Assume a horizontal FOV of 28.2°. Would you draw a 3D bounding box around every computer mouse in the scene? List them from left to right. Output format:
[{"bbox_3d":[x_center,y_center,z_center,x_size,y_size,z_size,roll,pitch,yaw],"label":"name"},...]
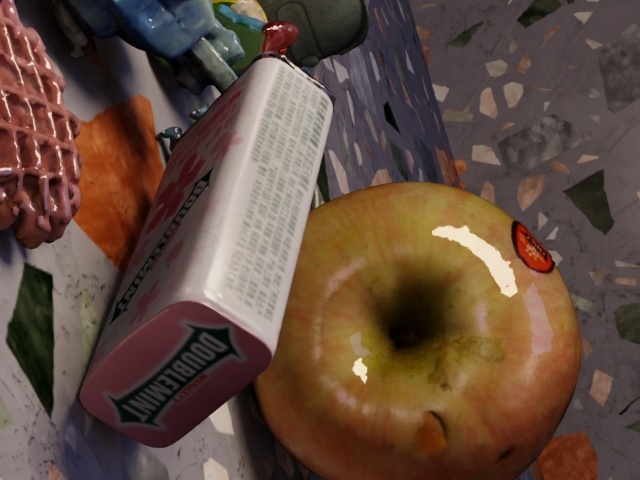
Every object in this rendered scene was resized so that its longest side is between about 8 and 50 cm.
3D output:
[{"bbox_3d":[-0.047,-0.327,1.745,0.374,0.203,0.114,61,8,-58],"label":"computer mouse"}]

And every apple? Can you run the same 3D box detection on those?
[{"bbox_3d":[0.102,0.122,1.487,0.346,0.391,0.391,65,11,-77],"label":"apple"}]

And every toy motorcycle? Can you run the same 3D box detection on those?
[{"bbox_3d":[-0.181,-0.290,1.272,0.319,0.182,0.241,52,25,-51],"label":"toy motorcycle"}]

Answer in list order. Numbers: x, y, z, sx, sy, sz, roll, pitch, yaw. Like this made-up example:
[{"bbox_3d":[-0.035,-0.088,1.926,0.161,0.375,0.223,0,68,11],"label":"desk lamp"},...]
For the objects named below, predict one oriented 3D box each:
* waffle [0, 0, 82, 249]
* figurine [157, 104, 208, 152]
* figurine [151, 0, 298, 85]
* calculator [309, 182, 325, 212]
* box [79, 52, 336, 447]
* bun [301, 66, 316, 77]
[{"bbox_3d":[-0.259,-0.110,1.034,0.221,0.055,0.234,-86,155,-53],"label":"waffle"},{"bbox_3d":[-0.122,-0.052,1.419,0.144,0.114,0.178,-36,97,-51],"label":"figurine"},{"bbox_3d":[-0.097,-0.249,1.558,0.234,0.185,0.127,-21,113,-73],"label":"figurine"},{"bbox_3d":[0.000,0.000,1.900,0.177,0.040,0.268,-89,157,-50],"label":"calculator"},{"bbox_3d":[-0.096,-0.006,1.169,0.112,0.190,0.370,35,36,-20],"label":"box"},{"bbox_3d":[-0.048,-0.296,1.976,0.141,0.083,0.141,-17,90,-73],"label":"bun"}]
